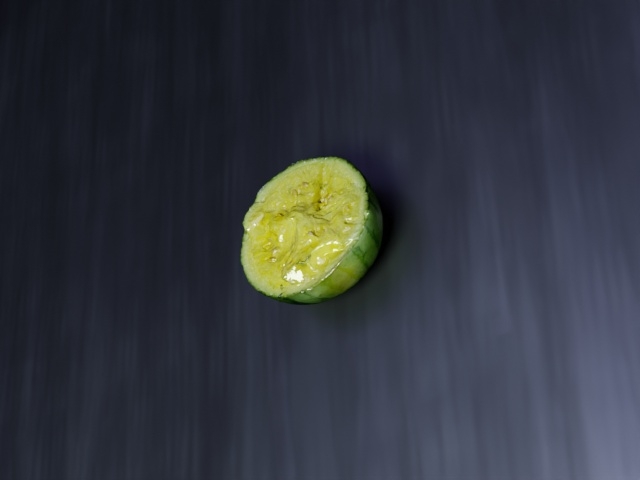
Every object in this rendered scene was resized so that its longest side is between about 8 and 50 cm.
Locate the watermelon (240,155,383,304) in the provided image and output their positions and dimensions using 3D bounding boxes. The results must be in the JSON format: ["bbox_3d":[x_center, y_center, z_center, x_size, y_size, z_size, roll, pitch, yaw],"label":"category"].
[{"bbox_3d":[0.000,0.000,0.915,0.105,0.062,0.105,-21,49,26],"label":"watermelon"}]
